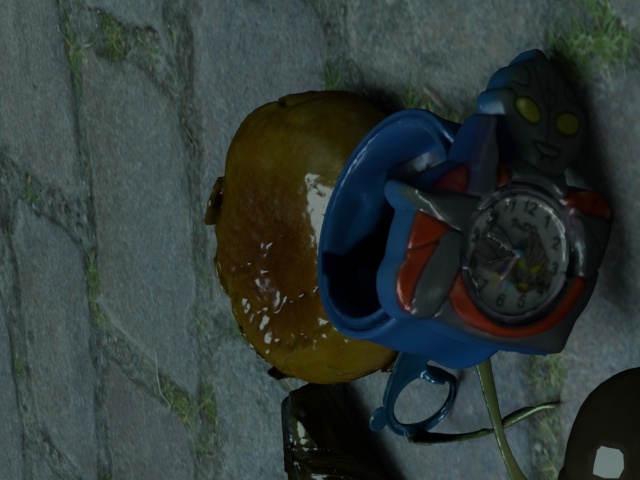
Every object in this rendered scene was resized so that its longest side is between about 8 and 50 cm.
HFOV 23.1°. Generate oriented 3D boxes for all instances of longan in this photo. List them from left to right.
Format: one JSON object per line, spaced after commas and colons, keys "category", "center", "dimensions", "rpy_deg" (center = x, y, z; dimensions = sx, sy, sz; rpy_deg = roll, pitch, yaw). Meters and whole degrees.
{"category": "longan", "center": [0.299, 0.197, 1.406], "dimensions": [0.189, 0.189, 0.189], "rpy_deg": [33, 131, 49]}

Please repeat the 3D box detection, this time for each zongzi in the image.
{"category": "zongzi", "center": [0.047, 0.287, 1.943], "dimensions": [0.242, 0.112, 0.221], "rpy_deg": [-4, 100, 52]}

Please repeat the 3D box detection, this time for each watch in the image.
{"category": "watch", "center": [0.122, -0.037, 1.536], "dimensions": [0.274, 0.241, 0.305], "rpy_deg": [-4, 69, 60]}

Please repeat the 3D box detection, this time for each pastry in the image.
{"category": "pastry", "center": [0.000, 0.000, 1.813], "dimensions": [0.356, 0.164, 0.356], "rpy_deg": [16, 110, 53]}

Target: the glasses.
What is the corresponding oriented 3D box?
{"category": "glasses", "center": [0.176, 0.177, 1.718], "dimensions": [0.207, 0.102, 0.239], "rpy_deg": [32, 135, 13]}
